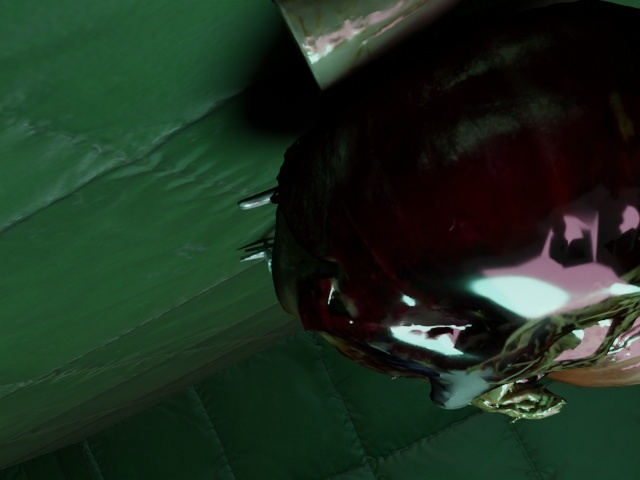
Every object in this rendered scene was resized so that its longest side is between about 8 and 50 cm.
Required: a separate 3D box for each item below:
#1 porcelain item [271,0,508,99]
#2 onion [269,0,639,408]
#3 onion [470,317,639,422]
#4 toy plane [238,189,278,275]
[{"bbox_3d":[0.081,-0.144,0.327,0.213,0.054,0.084,-27,171,4],"label":"porcelain item"},{"bbox_3d":[0.113,-0.025,0.450,0.313,0.233,0.314,-13,152,-7],"label":"onion"},{"bbox_3d":[0.268,0.001,0.757,0.353,0.354,0.354,-25,170,-5],"label":"onion"},{"bbox_3d":[-0.010,0.002,0.708,0.273,0.107,0.181,-28,165,40],"label":"toy plane"}]
